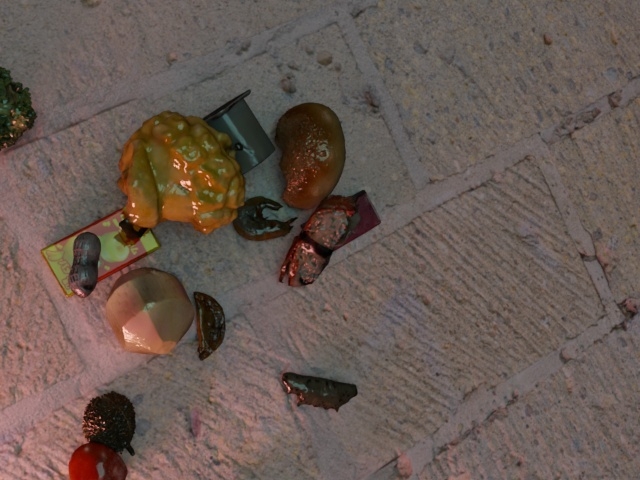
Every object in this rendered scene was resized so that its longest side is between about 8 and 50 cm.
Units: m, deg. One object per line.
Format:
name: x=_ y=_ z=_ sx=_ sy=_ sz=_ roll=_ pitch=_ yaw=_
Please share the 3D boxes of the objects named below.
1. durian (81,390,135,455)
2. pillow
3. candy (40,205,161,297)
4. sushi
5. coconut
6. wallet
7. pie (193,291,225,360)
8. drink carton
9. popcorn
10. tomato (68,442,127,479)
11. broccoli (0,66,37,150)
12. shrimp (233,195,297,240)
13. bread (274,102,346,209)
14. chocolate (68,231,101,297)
durian: x=-0.544 y=0.492 z=1.772 sx=0.148 sy=0.091 sz=0.189 roll=-35 pitch=99 yaw=-17
pillow: x=-0.004 y=0.446 z=1.970 sx=0.241 sy=0.051 sz=0.093 roll=14 pitch=82 yaw=-19
candy: x=-0.579 y=0.025 z=1.795 sx=0.276 sy=0.088 sz=0.146 roll=-32 pitch=95 yaw=-17
sushi: x=0.000 y=0.000 z=1.924 sx=0.129 sy=0.124 sz=0.332 roll=28 pitch=111 yaw=-9
coconut: x=-0.437 y=0.189 z=1.768 sx=0.236 sy=0.237 sz=0.197 roll=38 pitch=108 yaw=-12
wallet: x=0.064 y=-0.049 z=2.039 sx=0.232 sy=0.025 sz=0.119 roll=-30 pitch=96 yaw=-16
pie: x=-0.309 y=0.237 z=1.896 sx=0.088 sy=0.033 sz=0.191 roll=-2 pitch=81 yaw=-26
drink carton: x=-0.230 y=-0.292 z=1.877 sx=0.190 sy=0.185 sz=0.191 roll=53 pitch=41 yaw=-14
popcorn: x=-0.371 y=-0.144 z=1.720 sx=0.349 sy=0.349 sz=0.382 roll=44 pitch=63 yaw=-10
tomato: x=-0.576 y=0.600 z=1.722 sx=0.138 sy=0.091 sz=0.159 roll=-15 pitch=112 yaw=11
broccoli: x=-0.870 y=-0.343 z=1.662 sx=0.288 sy=0.235 sz=0.260 roll=-24 pitch=128 yaw=-26
shrimp: x=-0.159 y=-0.064 z=1.954 sx=0.187 sy=0.051 sz=0.133 roll=1 pitch=86 yaw=-15
bread: x=-0.024 y=-0.245 z=1.929 sx=0.171 sy=0.192 sz=0.314 roll=7 pitch=90 yaw=-39
chocolate: x=-0.594 y=0.061 z=1.704 sx=0.072 sy=0.072 sz=0.167 roll=6 pitch=84 yaw=-17
